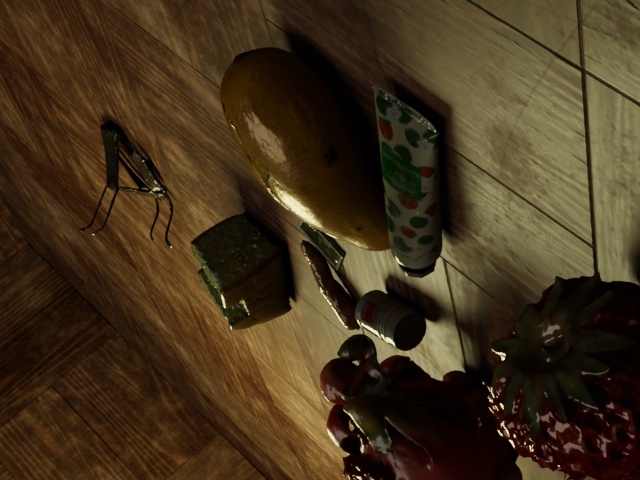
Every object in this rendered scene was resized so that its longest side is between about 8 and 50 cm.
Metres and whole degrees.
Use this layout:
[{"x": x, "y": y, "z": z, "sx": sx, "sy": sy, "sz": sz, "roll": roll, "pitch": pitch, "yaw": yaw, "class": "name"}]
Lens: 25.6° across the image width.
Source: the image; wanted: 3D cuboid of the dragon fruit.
[{"x": 0.125, "y": 0.272, "z": 1.852, "sx": 0.307, "sy": 0.227, "sz": 0.243, "roll": 20, "pitch": 132, "yaw": -3, "class": "dragon fruit"}]

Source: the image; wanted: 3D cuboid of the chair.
[{"x": -0.349, "y": -0.101, "z": 2.566, "sx": 0.174, "sy": 0.149, "sz": 0.213, "roll": -169, "pitch": 83, "yaw": -69, "class": "chair"}]

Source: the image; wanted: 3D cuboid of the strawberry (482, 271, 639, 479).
[{"x": 0.286, "y": 0.156, "z": 1.319, "sx": 0.244, "sy": 0.205, "sz": 0.205, "roll": 36, "pitch": 172, "yaw": -30, "class": "strawberry"}]

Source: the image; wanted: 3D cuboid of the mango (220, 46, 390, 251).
[{"x": -0.018, "y": -0.095, "z": 1.635, "sx": 0.177, "sy": 0.120, "sz": 0.295, "roll": 28, "pitch": 153, "yaw": 56, "class": "mango"}]

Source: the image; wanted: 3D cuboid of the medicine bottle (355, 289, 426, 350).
[{"x": 0.094, "y": 0.107, "z": 1.894, "sx": 0.091, "sy": 0.058, "sz": 0.058, "roll": 29, "pitch": 153, "yaw": 52, "class": "medicine bottle"}]

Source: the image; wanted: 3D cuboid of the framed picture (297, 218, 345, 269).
[{"x": 0.000, "y": 0.000, "z": 2.000, "sx": 0.089, "sy": 0.007, "sz": 0.066, "roll": 48, "pitch": 164, "yaw": 9, "class": "framed picture"}]

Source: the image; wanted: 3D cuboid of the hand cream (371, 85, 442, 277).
[{"x": 0.100, "y": -0.056, "z": 1.537, "sx": 0.095, "sy": 0.059, "sz": 0.276, "roll": 38, "pitch": 155, "yaw": 31, "class": "hand cream"}]

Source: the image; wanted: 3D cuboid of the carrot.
[{"x": 0.013, "y": 0.066, "z": 2.059, "sx": 0.165, "sy": 0.036, "sz": 0.036, "roll": 56, "pitch": 163, "yaw": -18, "class": "carrot"}]

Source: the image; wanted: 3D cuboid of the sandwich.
[{"x": -0.121, "y": 0.068, "z": 2.265, "sx": 0.122, "sy": 0.128, "sz": 0.235, "roll": 51, "pitch": 165, "yaw": 28, "class": "sandwich"}]
